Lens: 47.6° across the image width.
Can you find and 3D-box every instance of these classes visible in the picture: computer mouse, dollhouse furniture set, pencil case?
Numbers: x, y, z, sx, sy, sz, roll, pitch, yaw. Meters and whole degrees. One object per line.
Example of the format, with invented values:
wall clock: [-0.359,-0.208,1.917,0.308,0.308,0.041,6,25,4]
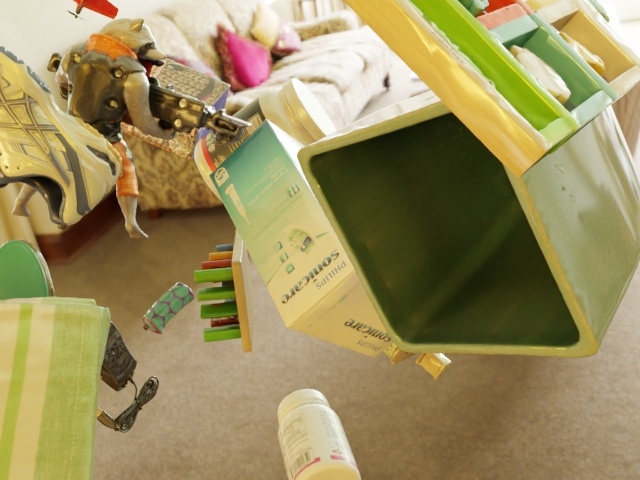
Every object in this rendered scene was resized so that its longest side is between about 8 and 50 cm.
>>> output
computer mouse: [-0.491,0.313,1.656,0.060,0.262,0.184,-10,34,31]
dollhouse furniture set: [0.187,0.168,1.446,0.182,0.161,0.101,39,29,26]
pencil case: [-0.401,0.179,1.913,0.064,0.070,0.151,-1,37,42]

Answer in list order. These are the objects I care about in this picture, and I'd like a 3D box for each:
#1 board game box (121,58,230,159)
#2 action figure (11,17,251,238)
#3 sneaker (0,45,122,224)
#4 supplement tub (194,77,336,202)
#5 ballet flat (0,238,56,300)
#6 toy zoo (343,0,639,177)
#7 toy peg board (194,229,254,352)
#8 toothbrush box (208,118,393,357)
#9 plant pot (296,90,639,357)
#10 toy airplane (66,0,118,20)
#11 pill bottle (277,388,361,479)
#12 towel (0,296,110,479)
board game box: [-0.435,-0.384,2.011,0.291,0.141,0.232,23,38,0]
action figure: [-0.290,-0.171,1.087,0.341,0.330,0.178,12,3,6]
sneaker: [-0.392,-0.138,0.912,0.112,0.296,0.131,-8,47,51]
supplement tub: [-0.119,-0.206,1.579,0.272,0.191,0.191,-33,21,16]
ballet flat: [-0.353,0.108,0.905,0.077,0.221,0.079,-21,-14,-7]
toy zoo: [0.161,-0.172,0.586,0.192,0.030,0.293,48,44,9]
toy peg board: [-0.160,0.082,1.219,0.079,0.161,0.160,-5,22,-2]
toothbrush box: [0.000,0.000,1.027,0.126,0.216,0.295,-42,52,16]
plant pot: [0.182,-0.059,0.730,0.252,0.247,0.247,-38,17,-33]
toy airplane: [-0.474,-0.527,1.502,0.151,0.151,0.028,-23,23,-25]
pill bottle: [-0.014,0.496,1.737,0.160,0.160,0.283,-14,30,-7]
towel: [-0.375,0.165,0.683,0.325,0.038,0.247,1,59,-9]
